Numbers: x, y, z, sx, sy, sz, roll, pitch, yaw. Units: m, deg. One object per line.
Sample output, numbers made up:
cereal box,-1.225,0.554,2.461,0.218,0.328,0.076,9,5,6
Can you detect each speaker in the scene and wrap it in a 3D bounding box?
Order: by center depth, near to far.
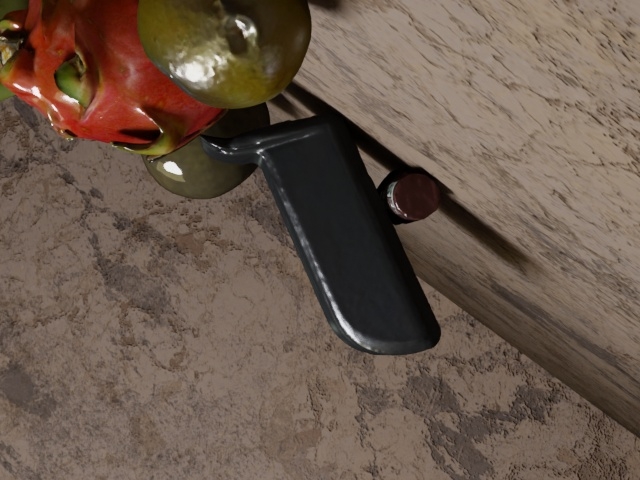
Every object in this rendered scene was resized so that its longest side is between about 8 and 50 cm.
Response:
speaker,0.000,0.000,1.529,0.180,0.184,0.388,112,132,-84

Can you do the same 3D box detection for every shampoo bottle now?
shampoo bottle,0.111,-0.057,1.527,0.067,0.068,0.236,35,179,-6

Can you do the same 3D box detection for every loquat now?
loquat,-0.082,-0.187,0.961,0.152,0.152,0.195,38,-174,-21

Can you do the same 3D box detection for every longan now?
longan,-0.194,-0.183,1.718,0.246,0.215,0.246,19,-161,-7

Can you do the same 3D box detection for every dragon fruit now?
dragon fruit,-0.285,-0.229,1.470,0.305,0.226,0.305,53,-177,-4

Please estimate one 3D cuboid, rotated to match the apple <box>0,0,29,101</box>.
apple,-0.525,-0.367,1.632,0.357,0.357,0.357,37,178,2
